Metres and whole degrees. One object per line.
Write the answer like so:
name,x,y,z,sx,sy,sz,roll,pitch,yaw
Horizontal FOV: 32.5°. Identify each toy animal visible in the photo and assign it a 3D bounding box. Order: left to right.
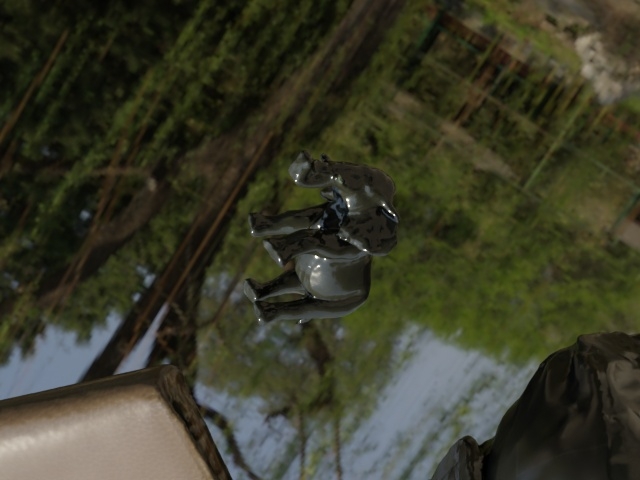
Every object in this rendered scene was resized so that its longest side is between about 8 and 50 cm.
toy animal,-0.001,-0.005,1.156,0.146,0.245,0.114,-9,-122,-16

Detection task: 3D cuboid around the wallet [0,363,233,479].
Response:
wallet,-0.119,0.120,0.524,0.039,0.153,0.118,-85,-25,-57

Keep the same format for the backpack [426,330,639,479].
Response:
backpack,0.186,0.257,0.784,0.255,0.445,0.363,19,-149,-7
